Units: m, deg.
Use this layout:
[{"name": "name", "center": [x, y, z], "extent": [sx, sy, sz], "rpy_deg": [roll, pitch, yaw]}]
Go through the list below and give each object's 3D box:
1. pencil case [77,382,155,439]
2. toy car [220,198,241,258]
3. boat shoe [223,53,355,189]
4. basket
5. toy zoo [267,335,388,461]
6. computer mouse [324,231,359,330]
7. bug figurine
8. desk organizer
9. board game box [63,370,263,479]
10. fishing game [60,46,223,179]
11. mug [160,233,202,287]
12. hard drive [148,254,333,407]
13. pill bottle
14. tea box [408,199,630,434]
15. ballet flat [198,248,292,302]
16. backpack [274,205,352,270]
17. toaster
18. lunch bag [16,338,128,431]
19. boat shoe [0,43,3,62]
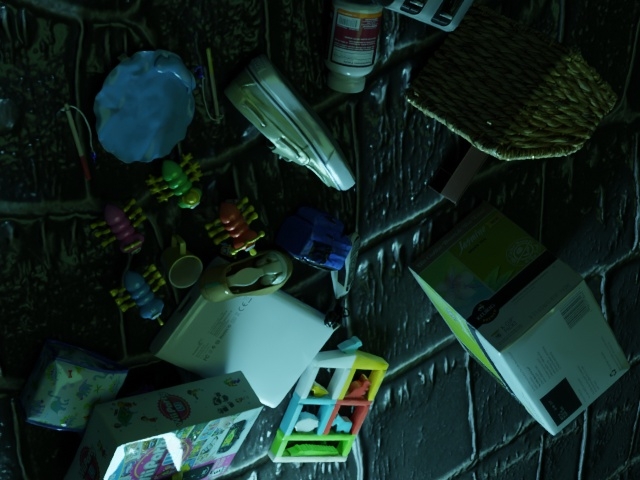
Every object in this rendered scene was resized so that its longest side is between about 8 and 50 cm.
[{"name": "pencil case", "center": [-0.363, 0.313, 1.984], "extent": [0.151, 0.064, 0.070], "rpy_deg": [-25, 140, -20]}, {"name": "toy car", "center": [-0.158, -0.020, 1.920], "extent": [0.040, 0.060, 0.122], "rpy_deg": [10, 108, -3]}, {"name": "boat shoe", "center": [-0.049, -0.185, 1.870], "extent": [0.094, 0.109, 0.302], "rpy_deg": [-34, 124, 10]}, {"name": "basket", "center": [0.334, -0.243, 1.943], "extent": [0.213, 0.299, 0.223], "rpy_deg": [33, 95, -44]}, {"name": "toy zoo", "center": [0.024, 0.328, 2.276], "extent": [0.192, 0.030, 0.293], "rpy_deg": [9, 113, -37]}, {"name": "computer mouse", "center": [0.038, 0.071, 2.103], "extent": [0.106, 0.042, 0.193], "rpy_deg": [-40, 141, -67]}, {"name": "bug figurine", "center": [-0.241, -0.006, 1.805], "extent": [0.279, 0.072, 0.216], "rpy_deg": [-37, 103, -7]}, {"name": "desk organizer", "center": [0.269, -0.141, 2.134], "extent": [0.050, 0.047, 0.130], "rpy_deg": [25, 102, -39]}, {"name": "board game box", "center": [-0.280, 0.361, 1.978], "extent": [0.303, 0.097, 0.224], "rpy_deg": [-9, 140, -39]}, {"name": "fishing game", "center": [-0.276, -0.211, 1.730], "extent": [0.264, 0.041, 0.189], "rpy_deg": [-30, 131, -25]}, {"name": "mug", "center": [-0.238, 0.032, 1.890], "extent": [0.062, 0.064, 0.078], "rpy_deg": [21, 105, -40]}, {"name": "hard drive", "center": [-0.138, 0.176, 2.064], "extent": [0.318, 0.040, 0.210], "rpy_deg": [32, 98, -42]}, {"name": "pill bottle", "center": [0.052, -0.328, 1.843], "extent": [0.086, 0.086, 0.152], "rpy_deg": [-9, 123, -29]}, {"name": "tea box", "center": [0.395, 0.153, 2.216], "extent": [0.220, 0.323, 0.329], "rpy_deg": [-41, 133, -4]}, {"name": "ballet flat", "center": [-0.110, 0.062, 1.941], "extent": [0.232, 0.073, 0.080], "rpy_deg": [-20, 93, -48]}, {"name": "backpack", "center": [0.000, 0.000, 2.008], "extent": [0.120, 0.098, 0.101], "rpy_deg": [24, 99, -40]}, {"name": "toaster", "center": [0.138, -0.428, 1.787], "extent": [0.168, 0.185, 0.110], "rpy_deg": [9, 115, -46]}, {"name": "lunch bag", "center": [-0.417, 0.253, 1.885], "extent": [0.151, 0.096, 0.129], "rpy_deg": [21, 101, -30]}, {"name": "boat shoe", "center": [-0.536, -0.271, 1.490], "extent": [0.228, 0.076, 0.080], "rpy_deg": [10, 112, -38]}]
